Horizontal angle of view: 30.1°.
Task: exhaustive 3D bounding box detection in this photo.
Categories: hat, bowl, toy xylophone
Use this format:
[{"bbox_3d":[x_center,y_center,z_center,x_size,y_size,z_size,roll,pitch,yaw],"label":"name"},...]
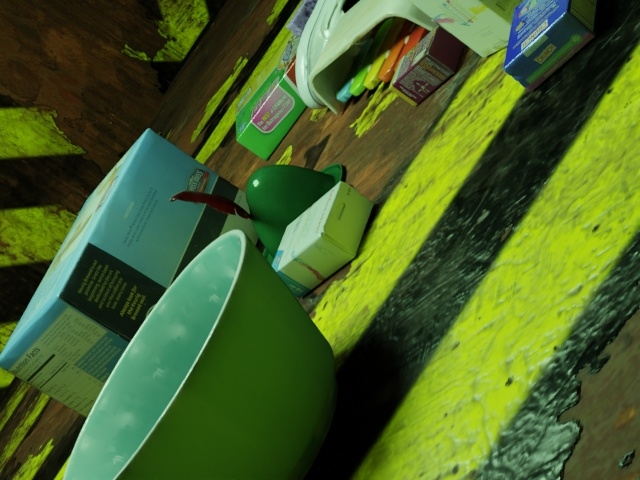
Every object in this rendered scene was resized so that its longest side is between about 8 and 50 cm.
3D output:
[{"bbox_3d":[-0.089,-0.077,1.551,0.173,0.183,0.208,-57,15,-5],"label":"hat"},{"bbox_3d":[-0.099,0.163,1.141,0.311,0.163,0.311,-49,17,21],"label":"bowl"},{"bbox_3d":[0.098,-0.310,1.651,0.236,0.081,0.322,-61,16,-19],"label":"toy xylophone"}]

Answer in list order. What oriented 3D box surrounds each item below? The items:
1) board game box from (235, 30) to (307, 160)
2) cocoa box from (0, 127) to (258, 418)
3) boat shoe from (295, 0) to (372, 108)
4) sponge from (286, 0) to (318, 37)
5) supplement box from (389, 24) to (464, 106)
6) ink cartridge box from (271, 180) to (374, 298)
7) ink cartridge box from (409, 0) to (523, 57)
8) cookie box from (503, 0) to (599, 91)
[{"bbox_3d":[-0.032,-0.311,2.077,0.317,0.064,0.242,-53,16,13],"label":"board game box"},{"bbox_3d":[-0.263,0.062,1.713,0.231,0.228,0.347,-41,22,44],"label":"cocoa box"},{"bbox_3d":[0.035,-0.326,1.825,0.084,0.095,0.258,7,82,48],"label":"boat shoe"},{"bbox_3d":[0.047,-0.394,1.906,0.210,0.117,0.031,-59,14,-11],"label":"sponge"},{"bbox_3d":[0.127,-0.209,1.432,0.083,0.043,0.055,-38,23,50],"label":"supplement box"},{"bbox_3d":[0.000,0.000,1.377,0.122,0.052,0.089,-40,22,48],"label":"ink cartridge box"},{"bbox_3d":[0.163,-0.284,1.287,0.092,0.143,0.090,-61,16,-19],"label":"ink cartridge box"},{"bbox_3d":[0.224,-0.210,1.149,0.092,0.040,0.107,-41,21,42],"label":"cookie box"}]
